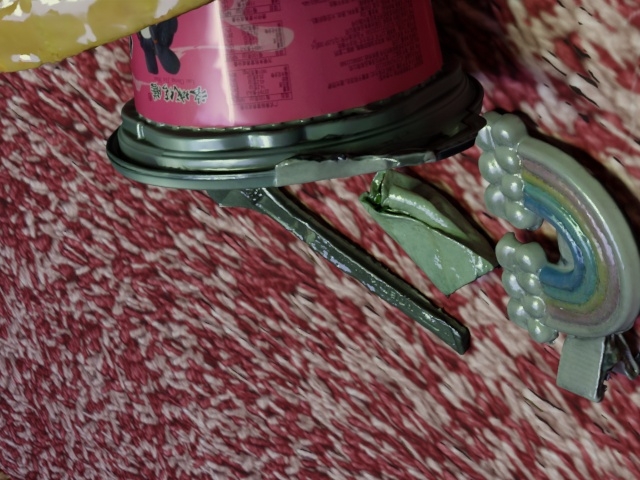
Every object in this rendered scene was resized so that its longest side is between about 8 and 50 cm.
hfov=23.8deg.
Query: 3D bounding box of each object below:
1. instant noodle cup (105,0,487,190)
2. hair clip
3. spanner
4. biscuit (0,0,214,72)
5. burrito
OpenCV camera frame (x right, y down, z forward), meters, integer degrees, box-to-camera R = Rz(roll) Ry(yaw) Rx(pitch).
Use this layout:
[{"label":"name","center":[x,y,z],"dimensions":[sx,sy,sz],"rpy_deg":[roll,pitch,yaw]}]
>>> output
[{"label":"instant noodle cup","center":[-0.028,-0.159,0.999],"dimensions":[0.302,0.258,0.182],"rpy_deg":[7,114,37]},{"label":"hair clip","center":[0.181,0.015,1.079],"dimensions":[0.140,0.054,0.220],"rpy_deg":[25,138,49]},{"label":"spanner","center":[0.000,0.000,1.329],"dimensions":[0.325,0.026,0.093],"rpy_deg":[37,149,22]},{"label":"biscuit","center":[-0.090,-0.218,0.864],"dimensions":[0.385,0.365,0.062],"rpy_deg":[1,136,39]},{"label":"burrito","center":[0.084,-0.010,1.181],"dimensions":[0.118,0.044,0.074],"rpy_deg":[48,148,1]}]
